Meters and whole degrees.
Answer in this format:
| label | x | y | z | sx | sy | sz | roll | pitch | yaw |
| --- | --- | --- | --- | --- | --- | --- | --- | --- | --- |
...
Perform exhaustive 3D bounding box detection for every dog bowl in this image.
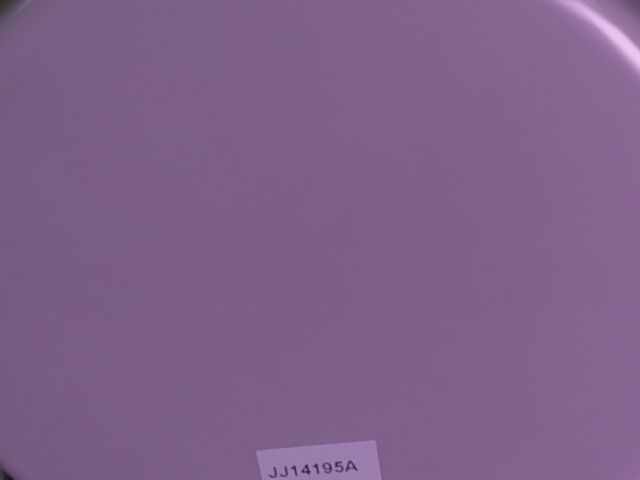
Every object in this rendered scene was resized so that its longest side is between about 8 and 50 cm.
| label | x | y | z | sx | sy | sz | roll | pitch | yaw |
| --- | --- | --- | --- | --- | --- | --- | --- | --- | --- |
| dog bowl | 0.000 | 0.000 | 0.438 | 0.348 | 0.102 | 0.349 | 2 | 124 | 2 |
